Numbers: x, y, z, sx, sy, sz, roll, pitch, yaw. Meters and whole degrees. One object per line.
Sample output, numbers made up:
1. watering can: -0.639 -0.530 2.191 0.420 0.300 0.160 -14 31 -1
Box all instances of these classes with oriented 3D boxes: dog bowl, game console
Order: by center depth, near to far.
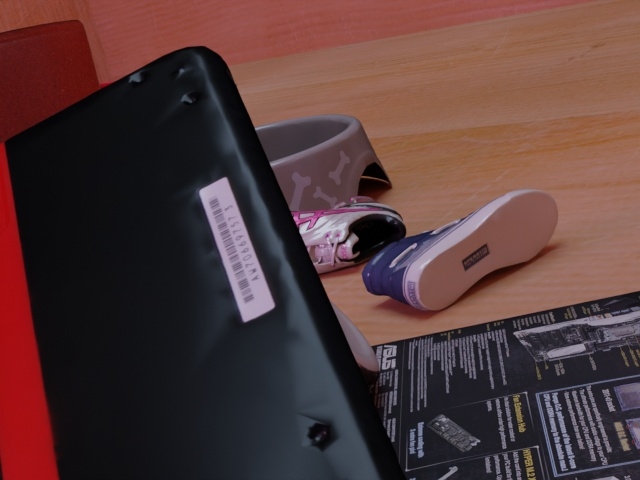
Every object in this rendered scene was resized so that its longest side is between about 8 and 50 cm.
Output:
1. game console: -0.157 0.081 0.586 0.341 0.060 0.387 -27 46 2
2. dog bowl: -0.085 -0.073 1.420 0.348 0.102 0.349 -13 16 4

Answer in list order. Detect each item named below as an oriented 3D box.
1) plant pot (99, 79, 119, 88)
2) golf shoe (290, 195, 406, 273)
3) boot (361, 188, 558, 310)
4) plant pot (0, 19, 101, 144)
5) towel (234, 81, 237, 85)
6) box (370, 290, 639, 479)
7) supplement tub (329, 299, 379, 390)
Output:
1. plant pot: -0.421 -0.187 1.993 0.191 0.174 0.191 -15 15 4
2. golf shoe: 0.000 0.000 1.146 0.186 0.068 0.086 -20 18 -17
3. boot: 0.129 0.000 1.017 0.190 0.069 0.086 -26 22 -30
4. plant pot: -0.384 -0.062 1.153 0.235 0.268 0.267 -9 -9 -44
5. towel: -0.281 -0.087 1.473 0.317 0.053 0.332 -45 -1 28
6. box: 0.140 0.121 0.573 0.242 0.077 0.307 -12 16 8
7. supplement tub: -0.067 0.103 0.644 0.190 0.117 0.117 -45 14 6
